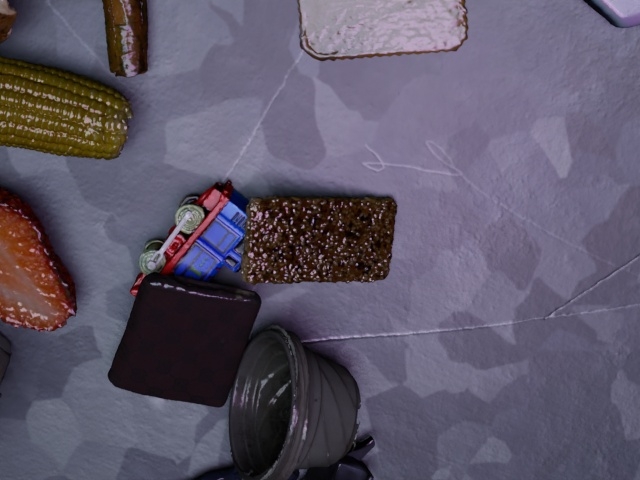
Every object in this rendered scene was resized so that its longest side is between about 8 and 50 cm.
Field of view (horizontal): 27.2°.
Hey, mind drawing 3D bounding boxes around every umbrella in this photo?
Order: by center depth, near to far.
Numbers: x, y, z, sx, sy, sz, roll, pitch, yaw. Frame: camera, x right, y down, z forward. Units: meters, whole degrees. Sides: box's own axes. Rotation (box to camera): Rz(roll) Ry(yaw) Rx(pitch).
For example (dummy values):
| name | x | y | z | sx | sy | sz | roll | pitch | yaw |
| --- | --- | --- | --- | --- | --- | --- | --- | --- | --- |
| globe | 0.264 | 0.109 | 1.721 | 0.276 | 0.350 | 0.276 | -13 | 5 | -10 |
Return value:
| name | x | y | z | sx | sy | sz | roll | pitch | yaw |
| --- | --- | --- | --- | --- | --- | --- | --- | --- | --- |
| umbrella | -0.152 | 0.376 | 2.002 | 0.248 | 0.071 | 0.071 | -13 | 104 | 4 |

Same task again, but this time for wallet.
| name | x | y | z | sx | sy | sz | roll | pitch | yaw |
| --- | --- | --- | --- | --- | --- | --- | --- | --- | --- |
| wallet | -0.196 | 0.143 | 1.906 | 0.182 | 0.049 | 0.229 | 13 | 129 | -13 |

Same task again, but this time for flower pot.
| name | x | y | z | sx | sy | sz | roll | pitch | yaw |
| --- | --- | --- | --- | --- | --- | --- | --- | --- | --- |
| flower pot | -0.030 | 0.244 | 1.905 | 0.140 | 0.235 | 0.235 | 11 | 106 | -23 |

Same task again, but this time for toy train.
| name | x | y | z | sx | sy | sz | roll | pitch | yaw |
| --- | --- | --- | --- | --- | --- | --- | --- | --- | --- |
| toy train | -0.174 | 0.015 | 1.900 | 0.131 | 0.083 | 0.204 | 39 | 103 | -10 |

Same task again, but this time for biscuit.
| name | x | y | z | sx | sy | sz | roll | pitch | yaw |
| --- | --- | --- | --- | --- | --- | --- | --- | --- | --- |
| biscuit | 0.082 | -0.368 | 1.825 | 0.236 | 0.013 | 0.232 | -4 | 105 | 2 |
| biscuit | 0.000 | 0.000 | 1.873 | 0.230 | 0.025 | 0.131 | -2 | 106 | -24 |

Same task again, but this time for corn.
| name | x | y | z | sx | sy | sz | roll | pitch | yaw |
| --- | --- | --- | --- | --- | --- | --- | --- | --- | --- |
| corn | -0.431 | -0.190 | 1.828 | 0.344 | 0.131 | 0.131 | 9 | 105 | -8 |

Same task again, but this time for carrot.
| name | x | y | z | sx | sy | sz | roll | pitch | yaw |
| --- | --- | --- | --- | --- | --- | --- | --- | --- | --- |
| carrot | -0.275 | -0.351 | 1.814 | 0.070 | 0.070 | 0.260 | -3 | 105 | 3 |

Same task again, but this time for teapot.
| name | x | y | z | sx | sy | sz | roll | pitch | yaw |
| --- | --- | --- | --- | --- | --- | --- | --- | --- | --- |
| teapot | 0.032 | 0.370 | 1.992 | 0.096 | 0.087 | 0.177 | 14 | 107 | -28 |

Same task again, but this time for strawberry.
| name | x | y | z | sx | sy | sz | roll | pitch | yaw |
| --- | --- | --- | --- | --- | --- | --- | --- | --- | --- |
| strawberry | -0.470 | 0.012 | 1.903 | 0.188 | 0.106 | 0.286 | -39 | 113 | 15 |

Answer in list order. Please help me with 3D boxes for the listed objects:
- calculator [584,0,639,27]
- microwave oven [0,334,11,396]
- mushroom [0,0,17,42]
| name | x | y | z | sx | sy | sz | roll | pitch | yaw |
| --- | --- | --- | --- | --- | --- | --- | --- | --- | --- |
| calculator | 0.379 | -0.420 | 1.783 | 0.293 | 0.051 | 0.173 | 40 | 104 | -8 |
| microwave oven | -0.653 | 0.271 | 1.857 | 0.394 | 0.333 | 0.247 | -41 | 109 | 11 |
| mushroom | -0.447 | -0.385 | 1.772 | 0.301 | 0.233 | 0.208 | -28 | 61 | -5 |
